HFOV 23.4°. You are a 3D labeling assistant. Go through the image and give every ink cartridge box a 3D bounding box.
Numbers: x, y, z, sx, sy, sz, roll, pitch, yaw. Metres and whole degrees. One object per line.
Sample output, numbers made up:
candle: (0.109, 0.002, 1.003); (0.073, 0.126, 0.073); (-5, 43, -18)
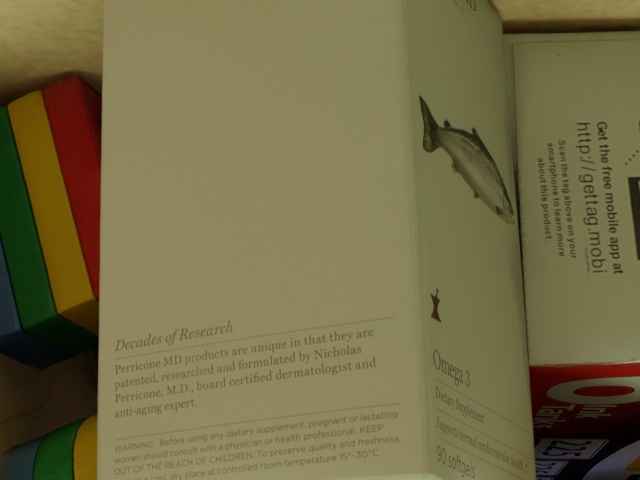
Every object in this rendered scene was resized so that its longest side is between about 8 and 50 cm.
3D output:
ink cartridge box: (0.193, 0.029, 0.673); (0.272, 0.130, 0.309); (-2, 161, -2)

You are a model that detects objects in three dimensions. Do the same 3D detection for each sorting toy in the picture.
sorting toy: (-0.068, 0.075, 0.615); (0.089, 0.255, 0.257); (-22, 157, 10)

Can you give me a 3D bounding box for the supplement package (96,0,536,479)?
supplement package: (0.000, 0.000, 0.488); (0.105, 0.179, 0.105); (-10, 160, 23)
